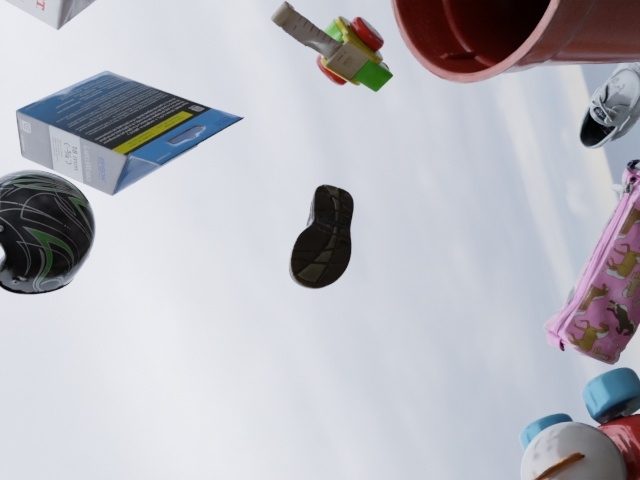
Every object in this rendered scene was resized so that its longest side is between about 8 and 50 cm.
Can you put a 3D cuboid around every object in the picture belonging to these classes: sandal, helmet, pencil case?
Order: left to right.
[{"bbox_3d":[-0.406,-0.021,1.499,0.169,0.170,0.161,-84,7,-54],"label":"helmet"},{"bbox_3d":[0.000,0.000,1.600,0.219,0.090,0.060,-81,13,-47],"label":"sandal"},{"bbox_3d":[0.568,0.047,1.982,0.160,0.167,0.386,-41,-26,-76],"label":"pencil case"}]

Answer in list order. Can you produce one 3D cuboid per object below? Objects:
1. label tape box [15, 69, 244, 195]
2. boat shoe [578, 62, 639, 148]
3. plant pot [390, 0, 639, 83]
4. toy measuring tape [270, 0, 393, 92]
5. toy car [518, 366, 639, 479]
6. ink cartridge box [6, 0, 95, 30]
[{"bbox_3d":[-0.341,-0.185,1.899,0.241,0.334,0.105,-38,-39,-46],"label":"label tape box"},{"bbox_3d":[0.452,-0.203,1.613,0.079,0.081,0.227,51,165,16],"label":"boat shoe"},{"bbox_3d":[0.260,-0.300,1.135,0.265,0.272,0.272,-3,-106,-35],"label":"plant pot"},{"bbox_3d":[0.012,-0.336,1.733,0.330,0.121,0.121,21,-127,-52],"label":"toy measuring tape"},{"bbox_3d":[0.284,0.273,1.183,0.238,0.210,0.219,12,-134,-41],"label":"toy car"},{"bbox_3d":[-0.383,-0.411,1.257,0.114,0.273,0.198,-58,-4,-43],"label":"ink cartridge box"}]
